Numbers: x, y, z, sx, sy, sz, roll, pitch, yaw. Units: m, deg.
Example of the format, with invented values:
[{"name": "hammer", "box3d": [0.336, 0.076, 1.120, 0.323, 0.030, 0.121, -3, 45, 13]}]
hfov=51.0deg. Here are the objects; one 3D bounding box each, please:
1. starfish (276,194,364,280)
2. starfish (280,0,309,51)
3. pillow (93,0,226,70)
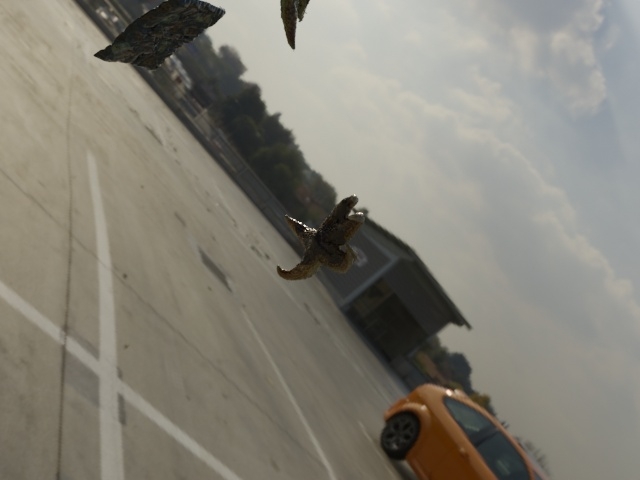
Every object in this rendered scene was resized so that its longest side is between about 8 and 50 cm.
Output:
[{"name": "starfish", "box3d": [0.001, 0.001, 1.352, 0.071, 0.238, 0.216, 31, 22, -36]}, {"name": "starfish", "box3d": [-0.069, -0.505, 1.153, 0.358, 0.078, 0.347, -82, 160, -67]}, {"name": "pillow", "box3d": [-0.340, -0.446, 1.446, 0.189, 0.255, 0.034, -12, 79, -63]}]
